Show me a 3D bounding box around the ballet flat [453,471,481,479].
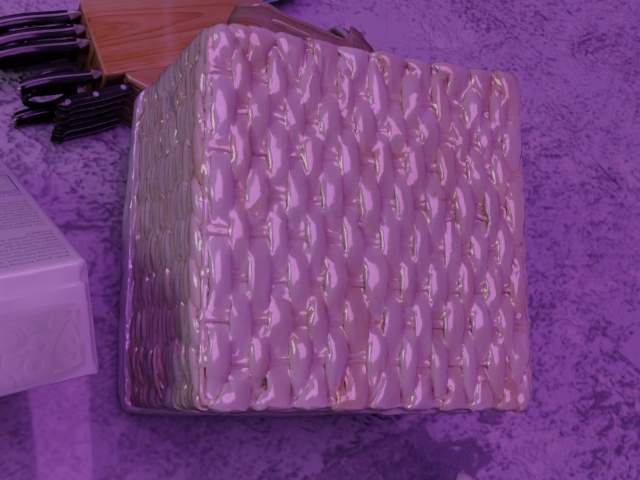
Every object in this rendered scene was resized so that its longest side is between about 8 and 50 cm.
[{"bbox_3d":[0.037,0.353,0.834,0.400,0.139,0.139,-31,81,-28],"label":"ballet flat"}]

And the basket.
[{"bbox_3d":[0.000,0.000,0.851,0.328,0.266,0.332,4,79,-23],"label":"basket"}]

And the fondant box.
[{"bbox_3d":[-0.339,0.025,0.717,0.238,0.330,0.096,-12,113,-26],"label":"fondant box"}]

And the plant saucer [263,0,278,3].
[{"bbox_3d":[-0.138,-0.421,1.162,0.317,0.044,0.318,9,63,-18],"label":"plant saucer"}]

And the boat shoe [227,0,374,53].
[{"bbox_3d":[0.023,-0.194,1.040,0.302,0.113,0.103,7,80,-43],"label":"boat shoe"}]

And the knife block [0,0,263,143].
[{"bbox_3d":[-0.222,-0.220,1.004,0.242,0.088,0.276,29,59,-9],"label":"knife block"}]
